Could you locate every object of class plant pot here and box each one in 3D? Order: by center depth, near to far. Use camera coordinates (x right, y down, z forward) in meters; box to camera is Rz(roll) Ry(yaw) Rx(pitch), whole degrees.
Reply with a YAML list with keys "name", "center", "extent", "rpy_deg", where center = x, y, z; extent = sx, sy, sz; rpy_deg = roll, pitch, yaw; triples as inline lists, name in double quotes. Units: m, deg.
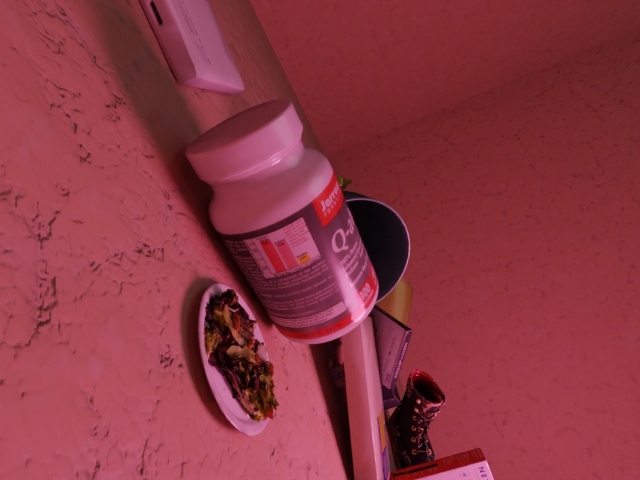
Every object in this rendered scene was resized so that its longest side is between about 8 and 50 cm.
- name: "plant pot"
  center: [0.050, 0.001, 1.065]
  extent: [0.293, 0.292, 0.235]
  rpy_deg: [66, -5, -26]
- name: "plant pot"
  center: [0.238, 0.330, 1.646]
  extent: [0.275, 0.274, 0.294]
  rpy_deg: [60, 30, -49]

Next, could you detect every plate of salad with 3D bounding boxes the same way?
- name: "plate of salad"
  center: [-0.098, 0.148, 0.536]
  extent: [0.200, 0.048, 0.200]
  rpy_deg: [-20, 90, -81]

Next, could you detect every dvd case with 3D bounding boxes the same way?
- name: "dvd case"
  center: [0.154, 0.284, 1.183]
  extent: [0.238, 0.029, 0.180]
  rpy_deg: [31, -69, 52]

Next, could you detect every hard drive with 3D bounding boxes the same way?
- name: "hard drive"
  center: [-0.263, -0.433, 0.848]
  extent: [0.353, 0.047, 0.233]
  rpy_deg: [-79, 147, -73]

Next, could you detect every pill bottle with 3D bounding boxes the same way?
- name: "pill bottle"
  center: [-0.053, -0.022, 0.671]
  extent: [0.210, 0.210, 0.363]
  rpy_deg: [-96, 163, -58]

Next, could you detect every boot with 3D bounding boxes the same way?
- name: "boot"
  center: [0.370, 0.692, 1.487]
  extent: [0.377, 0.138, 0.285]
  rpy_deg: [-99, -159, -67]

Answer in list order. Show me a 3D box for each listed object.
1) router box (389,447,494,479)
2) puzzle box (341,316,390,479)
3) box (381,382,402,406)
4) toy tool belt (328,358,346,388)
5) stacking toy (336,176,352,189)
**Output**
- name: "router box"
  center: [0.404, 0.842, 1.226]
  extent: [0.082, 0.300, 0.336]
  rpy_deg: [9, 60, -81]
- name: "puzzle box"
  center: [0.113, 0.390, 0.994]
  extent: [0.272, 0.052, 0.410]
  rpy_deg: [46, 38, -71]
- name: "box"
  center: [0.228, 0.536, 1.522]
  extent: [0.156, 0.093, 0.158]
  rpy_deg: [57, 14, -54]
- name: "toy tool belt"
  center: [0.057, 0.338, 1.051]
  extent: [0.052, 0.051, 0.083]
  rpy_deg: [-65, 134, -78]
- name: "stacking toy"
  center: [-0.043, -0.108, 0.912]
  extent: [0.167, 0.221, 0.052]
  rpy_deg: [-45, 118, -76]
